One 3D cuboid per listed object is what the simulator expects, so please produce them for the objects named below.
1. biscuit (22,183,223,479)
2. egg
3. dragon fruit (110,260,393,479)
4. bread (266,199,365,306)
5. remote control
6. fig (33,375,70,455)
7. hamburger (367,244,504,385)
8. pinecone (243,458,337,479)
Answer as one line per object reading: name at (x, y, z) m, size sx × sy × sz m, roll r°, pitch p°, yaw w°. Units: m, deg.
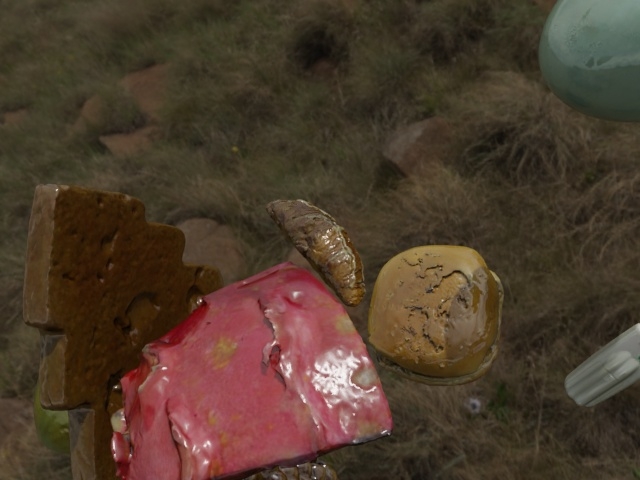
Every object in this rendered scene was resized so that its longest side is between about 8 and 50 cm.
biscuit at (-0.188, 0.066, 0.639) m, size 0.043 × 0.301 × 0.278 m, roll 0°, pitch 37°, yaw 24°
egg at (0.526, -0.326, 1.031) m, size 0.389 × 0.276 × 0.276 m, roll -22°, pitch 42°, yaw -5°
dragon fruit at (-0.063, 0.109, 0.499) m, size 0.163 × 0.261 × 0.189 m, roll 17°, pitch 65°, yaw -12°
bread at (0.000, 0.000, 1.009) m, size 0.076 × 0.105 × 0.233 m, roll -43°, pitch 59°, yaw 1°
remote control at (0.601, 0.265, 1.372) m, size 0.090 × 0.230 × 0.049 m, roll 44°, pitch 39°, yaw 10°
fig at (-0.380, 0.257, 1.164) m, size 0.271 × 0.239 × 0.239 m, roll -38°, pitch 43°, yaw 3°
hamburger at (0.250, 0.165, 1.477) m, size 0.284 × 0.174 × 0.304 m, roll -1°, pitch 61°, yaw 25°
pinecone at (-0.157, 0.504, 1.180) m, size 0.385 × 0.384 × 0.384 m, roll -15°, pitch 45°, yaw 15°
